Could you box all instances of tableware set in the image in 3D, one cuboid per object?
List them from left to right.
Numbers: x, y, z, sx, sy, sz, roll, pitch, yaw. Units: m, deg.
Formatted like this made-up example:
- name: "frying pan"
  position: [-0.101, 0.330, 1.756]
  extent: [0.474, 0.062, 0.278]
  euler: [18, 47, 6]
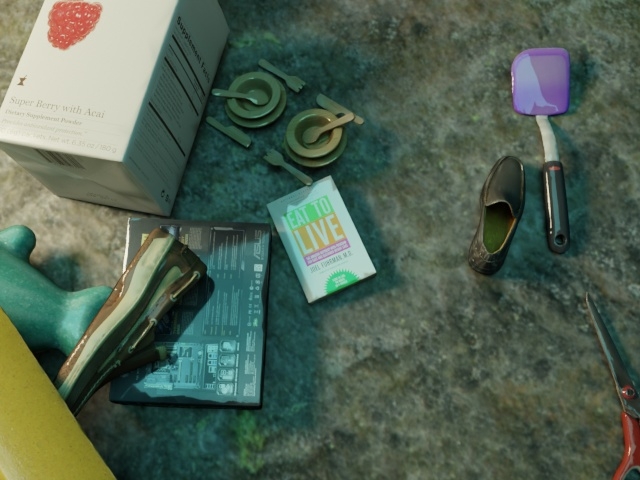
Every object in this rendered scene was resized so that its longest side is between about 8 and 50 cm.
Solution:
- name: "tableware set"
  position: [-0.050, -0.171, 1.051]
  extent: [0.194, 0.039, 0.128]
  euler: [34, 74, 20]

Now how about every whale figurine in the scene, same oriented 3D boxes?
- name: "whale figurine"
  position: [-0.387, 0.077, 0.928]
  extent: [0.272, 0.141, 0.216]
  euler: [12, 72, -1]

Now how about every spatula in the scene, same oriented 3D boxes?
- name: "spatula"
  position: [0.313, -0.126, 1.069]
  extent: [0.084, 0.030, 0.296]
  euler: [-1, 73, -1]

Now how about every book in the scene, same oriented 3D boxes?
- name: "book"
  position: [0.000, 0.000, 1.023]
  extent: [0.096, 0.035, 0.144]
  euler: [-24, 76, -5]

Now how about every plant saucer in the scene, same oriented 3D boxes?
- name: "plant saucer"
  position: [-0.392, 0.275, 0.784]
  extent: [0.333, 0.081, 0.332]
  euler: [-43, 70, 5]

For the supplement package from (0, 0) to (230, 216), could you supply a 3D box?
- name: "supplement package"
  position: [-0.254, -0.207, 0.991]
  extent: [0.178, 0.175, 0.292]
  euler: [10, 72, 12]

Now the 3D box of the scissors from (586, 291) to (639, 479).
- name: "scissors"
  position: [0.400, 0.208, 0.977]
  extent: [0.109, 0.021, 0.297]
  euler: [-2, 72, 0]

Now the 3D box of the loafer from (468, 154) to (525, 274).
- name: "loafer"
  position: [0.240, -0.040, 1.024]
  extent: [0.062, 0.061, 0.170]
  euler: [13, 72, 4]

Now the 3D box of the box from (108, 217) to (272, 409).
- name: "box"
  position: [-0.157, 0.090, 0.973]
  extent: [0.183, 0.059, 0.232]
  euler: [2, 73, -1]

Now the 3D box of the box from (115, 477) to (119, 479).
- name: "box"
  position: [-0.176, 0.398, 0.820]
  extent: [0.293, 0.057, 0.201]
  euler: [28, 79, 6]

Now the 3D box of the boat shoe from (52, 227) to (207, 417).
- name: "boat shoe"
  position: [-0.218, 0.114, 0.890]
  extent: [0.095, 0.095, 0.257]
  euler: [33, 81, -11]
